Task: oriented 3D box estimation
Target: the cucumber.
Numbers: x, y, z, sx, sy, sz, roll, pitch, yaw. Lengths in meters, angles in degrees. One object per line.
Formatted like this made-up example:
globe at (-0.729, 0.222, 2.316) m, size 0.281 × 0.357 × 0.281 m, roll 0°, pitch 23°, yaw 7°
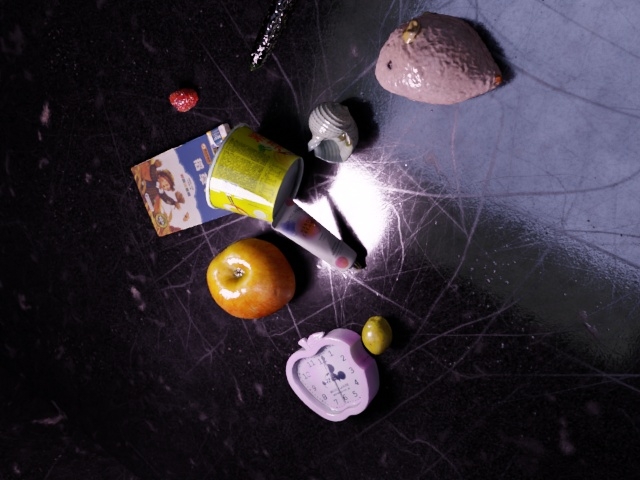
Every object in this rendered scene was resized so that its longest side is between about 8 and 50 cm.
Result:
cucumber at (-0.156, -0.659, 1.821) m, size 0.072 × 0.072 × 0.300 m, roll 40°, pitch 122°, yaw 12°

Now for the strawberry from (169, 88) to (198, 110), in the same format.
strawberry at (-0.482, -0.501, 2.057) m, size 0.097 × 0.083 × 0.083 m, roll -29°, pitch 92°, yaw 1°

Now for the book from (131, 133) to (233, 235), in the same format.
book at (-0.521, -0.200, 2.200) m, size 0.428 × 0.039 × 0.299 m, roll -15°, pitch 99°, yaw 33°

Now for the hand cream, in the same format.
hand cream at (0.000, 0.000, 1.889) m, size 0.341 × 0.124 × 0.078 m, roll 37°, pitch 154°, yaw -18°

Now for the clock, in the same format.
clock at (0.043, 0.472, 2.077) m, size 0.339 × 0.102 × 0.338 m, roll 9°, pitch 110°, yaw 27°

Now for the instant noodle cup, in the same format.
instant noodle cup at (-0.202, -0.202, 1.889) m, size 0.222 × 0.311 × 0.311 m, roll 24°, pitch 117°, yaw 10°

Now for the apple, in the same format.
apple at (-0.252, 0.140, 2.029) m, size 0.302 × 0.301 × 0.301 m, roll 10°, pitch 111°, yaw 27°

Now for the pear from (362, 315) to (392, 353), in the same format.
pear at (0.191, 0.319, 1.935) m, size 0.107 × 0.107 × 0.131 m, roll -3°, pitch 102°, yaw 30°

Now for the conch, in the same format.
conch at (0.040, -0.342, 1.784) m, size 0.172 × 0.131 × 0.200 m, roll 33°, pitch 153°, yaw -12°

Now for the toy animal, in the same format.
toy animal at (0.311, -0.482, 1.546) m, size 0.359 × 0.188 × 0.226 m, roll 16°, pitch 119°, yaw 24°

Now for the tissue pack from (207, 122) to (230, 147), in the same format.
tissue pack at (-0.354, -0.371, 2.046) m, size 0.083 × 0.042 × 0.062 m, roll -17°, pitch 96°, yaw 32°
